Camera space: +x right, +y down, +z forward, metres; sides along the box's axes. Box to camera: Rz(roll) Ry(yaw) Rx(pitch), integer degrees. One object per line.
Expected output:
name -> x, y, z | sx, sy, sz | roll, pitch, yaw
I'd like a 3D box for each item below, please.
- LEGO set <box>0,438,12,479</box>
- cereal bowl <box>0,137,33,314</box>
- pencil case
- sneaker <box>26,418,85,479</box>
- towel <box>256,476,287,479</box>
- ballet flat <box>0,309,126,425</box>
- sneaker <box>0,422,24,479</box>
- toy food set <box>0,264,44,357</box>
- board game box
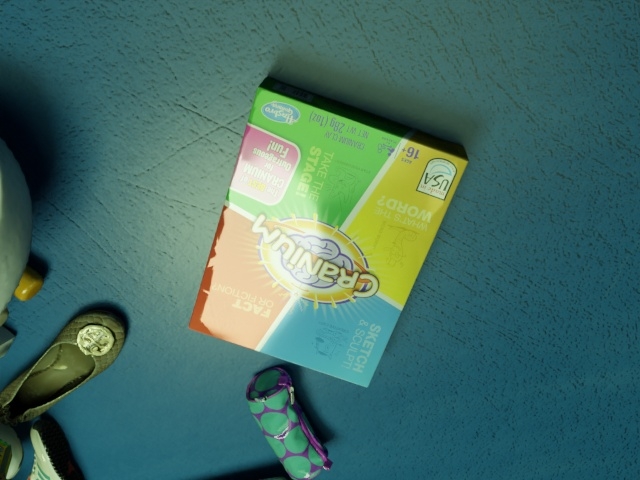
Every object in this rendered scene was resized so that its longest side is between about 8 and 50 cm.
LEGO set -> -0.518, 0.415, 0.838 | 0.255, 0.192, 0.331 | 12, 122, -19
cereal bowl -> -0.474, 0.004, 0.744 | 0.339, 0.141, 0.339 | -3, 72, 10
pencil case -> -0.043, 0.251, 0.898 | 0.070, 0.064, 0.151 | -14, 113, 29
sneaker -> -0.407, 0.338, 0.973 | 0.075, 0.057, 0.161 | -12, 115, 5
towel -> -0.138, 0.540, 1.023 | 0.321, 0.090, 0.374 | -18, 111, 10
ballet flat -> -0.361, 0.182, 0.901 | 0.250, 0.058, 0.084 | -36, 106, 18
sneaker -> -0.554, 0.257, 0.899 | 0.297, 0.129, 0.111 | 28, 76, -9
toy food set -> -0.470, 0.111, 0.857 | 0.104, 0.111, 0.232 | 39, 113, 2
board game box -> 0.000, 0.000, 0.785 | 0.242, 0.064, 0.316 | 18, 114, -3
